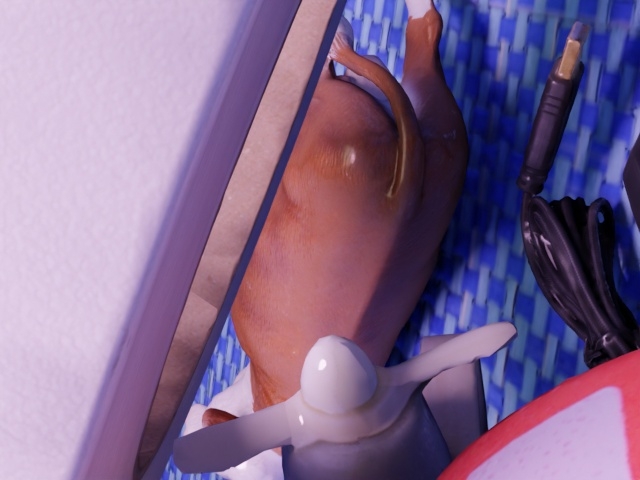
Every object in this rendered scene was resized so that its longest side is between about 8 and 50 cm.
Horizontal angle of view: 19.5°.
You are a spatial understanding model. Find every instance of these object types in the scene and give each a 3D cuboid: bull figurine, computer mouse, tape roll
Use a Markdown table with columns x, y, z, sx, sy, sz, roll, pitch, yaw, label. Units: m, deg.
| x | y | z | sx | sy | sz | roll | pitch | yaw | label |
| --- | --- | --- | --- | --- | --- | --- | --- | --- | --- |
| 0.000 | 0.000 | 0.984 | 0.310 | 0.101 | 0.188 | 120 | 149 | -49 | bull figurine |
| 0.142 | -0.040 | 0.686 | 0.184 | 0.060 | 0.262 | -113 | 22 | -43 | computer mouse |
| -0.052 | -0.033 | 0.583 | 0.392 | 0.072 | 0.392 | 21 | -90 | -88 | tape roll |

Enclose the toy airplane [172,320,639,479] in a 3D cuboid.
| x | y | z | sx | sy | sz | roll | pitch | yaw | label |
| --- | --- | --- | --- | --- | --- | --- | --- | --- | --- |
| 0.037 | 0.210 | 0.580 | 0.386 | 0.272 | 0.385 | 165 | 114 | -83 | toy airplane |
